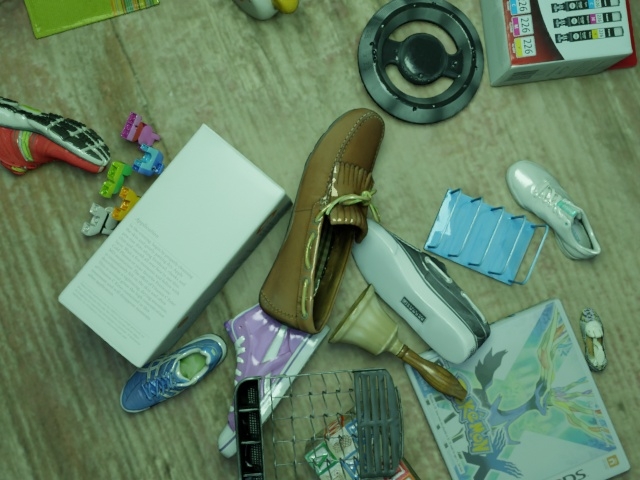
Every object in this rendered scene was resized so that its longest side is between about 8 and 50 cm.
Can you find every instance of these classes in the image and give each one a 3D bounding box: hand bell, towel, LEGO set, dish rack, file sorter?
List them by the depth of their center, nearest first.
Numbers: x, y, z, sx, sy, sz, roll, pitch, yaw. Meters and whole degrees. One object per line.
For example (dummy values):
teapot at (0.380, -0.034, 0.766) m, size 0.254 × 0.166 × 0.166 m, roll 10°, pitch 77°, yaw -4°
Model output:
dish rack at (0.002, 0.308, 1.022) m, size 0.271 × 0.074 × 0.208 m, roll -4°, pitch 90°, yaw -5°
hand bell at (0.146, 0.194, 1.088) m, size 0.242 × 0.126 × 0.126 m, roll 36°, pitch 90°, yaw 1°
file sorter at (0.285, -0.007, 1.100) m, size 0.170 × 0.104 × 0.118 m, roll 23°, pitch 89°, yaw 1°
LEGO set at (-0.318, -0.095, 1.124) m, size 0.087 × 0.093 × 0.227 m, roll 28°, pitch 96°, yaw 32°
towel at (-0.414, -0.445, 1.150) m, size 0.237 × 0.021 × 0.102 m, roll -16°, pitch 89°, yaw 1°

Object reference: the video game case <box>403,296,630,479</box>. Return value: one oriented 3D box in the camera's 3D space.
video game case at (0.346, 0.309, 1.132) m, size 0.300 × 0.036 × 0.329 m, roll -23°, pitch 89°, yaw 0°

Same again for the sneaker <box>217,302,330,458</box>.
sneaker at (-0.125, 0.224, 1.113) m, size 0.161 × 0.102 × 0.282 m, roll 34°, pitch 80°, yaw 4°

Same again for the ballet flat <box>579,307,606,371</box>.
ballet flat at (0.487, 0.177, 1.130) m, size 0.041 × 0.041 × 0.114 m, roll -7°, pitch 89°, yaw 1°

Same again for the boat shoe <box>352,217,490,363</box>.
boat shoe at (0.173, 0.070, 1.107) m, size 0.102 × 0.108 × 0.301 m, roll -31°, pitch 70°, yaw -35°

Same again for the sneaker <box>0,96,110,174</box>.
sneaker at (-0.503, -0.167, 1.126) m, size 0.279 × 0.107 × 0.118 m, roll 21°, pitch 108°, yaw 4°

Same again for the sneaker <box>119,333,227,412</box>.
sneaker at (-0.265, 0.232, 1.116) m, size 0.211 × 0.081 × 0.080 m, roll -34°, pitch 91°, yaw 2°

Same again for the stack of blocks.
stack of blocks at (0.095, 0.456, 1.108) m, size 0.171 × 0.087 × 0.297 m, roll -36°, pitch 89°, yaw 0°

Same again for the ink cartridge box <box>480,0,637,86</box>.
ink cartridge box at (0.419, -0.445, 1.088) m, size 0.271 × 0.130 × 0.309 m, roll -8°, pitch 89°, yaw -1°

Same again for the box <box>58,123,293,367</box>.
box at (-0.220, 0.009, 1.049) m, size 0.168 × 0.215 × 0.345 m, roll 40°, pitch 90°, yaw 1°

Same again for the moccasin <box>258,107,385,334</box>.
moccasin at (0.026, -0.035, 1.037) m, size 0.147 × 0.139 × 0.380 m, roll 16°, pitch 76°, yaw 38°

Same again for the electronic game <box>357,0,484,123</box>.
electronic game at (0.178, -0.321, 1.130) m, size 0.229 × 0.048 × 0.229 m, roll 0°, pitch 89°, yaw -8°

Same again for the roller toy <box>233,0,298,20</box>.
roller toy at (-0.115, -0.473, 1.063) m, size 0.146 × 0.191 × 0.209 m, roll -44°, pitch 113°, yaw -1°

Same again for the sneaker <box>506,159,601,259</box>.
sneaker at (0.412, -0.058, 1.104) m, size 0.080 × 0.094 × 0.212 m, roll -41°, pitch 89°, yaw 2°
